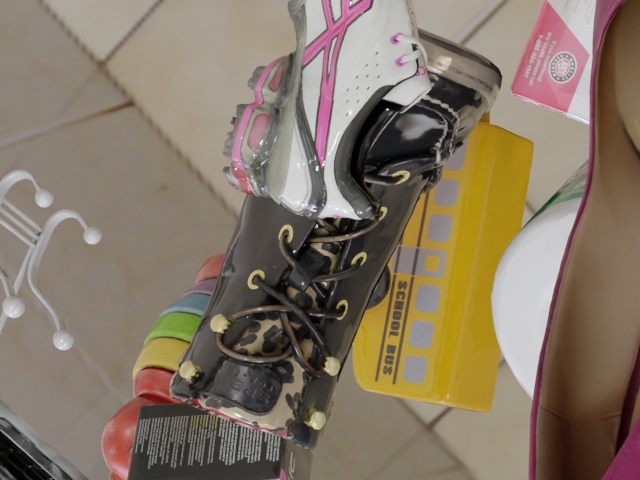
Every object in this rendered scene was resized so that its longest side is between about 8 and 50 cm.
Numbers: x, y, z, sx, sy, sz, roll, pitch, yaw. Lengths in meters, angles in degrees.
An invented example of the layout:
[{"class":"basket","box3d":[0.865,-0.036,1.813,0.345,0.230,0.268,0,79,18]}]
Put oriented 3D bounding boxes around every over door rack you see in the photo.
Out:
[{"class":"over door rack","box3d":[-0.344,0.081,1.601,0.108,0.239,0.324,27,80,26]}]

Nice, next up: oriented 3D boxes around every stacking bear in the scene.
[{"class":"stacking bear","box3d":[-0.141,0.167,1.940,0.164,0.289,0.175,41,144,-8]}]

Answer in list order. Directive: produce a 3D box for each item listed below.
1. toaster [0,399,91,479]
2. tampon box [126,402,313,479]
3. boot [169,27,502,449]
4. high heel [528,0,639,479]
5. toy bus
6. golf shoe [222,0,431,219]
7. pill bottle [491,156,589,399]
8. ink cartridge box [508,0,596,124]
[{"class":"toaster","box3d":[-0.267,0.218,1.268,0.185,0.168,0.110,44,142,-9]},{"class":"tampon box","box3d":[-0.100,0.236,1.739,0.161,0.101,0.120,-5,141,13]},{"class":"boot","box3d":[0.000,0.000,1.214,0.138,0.377,0.284,23,81,-9]},{"class":"high heel","box3d":[0.144,-0.036,0.712,0.127,0.181,0.377,-27,58,37]},{"class":"toy bus","box3d":[0.117,-0.011,1.627,0.130,0.108,0.333,6,83,38]},{"class":"golf shoe","box3d":[0.022,-0.100,0.820,0.086,0.067,0.186,20,94,19]},{"class":"pill bottle","box3d":[0.292,-0.012,1.267,0.204,0.361,0.204,17,126,26]},{"class":"ink cartridge box","box3d":[0.358,-0.199,1.702,0.283,0.117,0.207,22,111,5]}]
